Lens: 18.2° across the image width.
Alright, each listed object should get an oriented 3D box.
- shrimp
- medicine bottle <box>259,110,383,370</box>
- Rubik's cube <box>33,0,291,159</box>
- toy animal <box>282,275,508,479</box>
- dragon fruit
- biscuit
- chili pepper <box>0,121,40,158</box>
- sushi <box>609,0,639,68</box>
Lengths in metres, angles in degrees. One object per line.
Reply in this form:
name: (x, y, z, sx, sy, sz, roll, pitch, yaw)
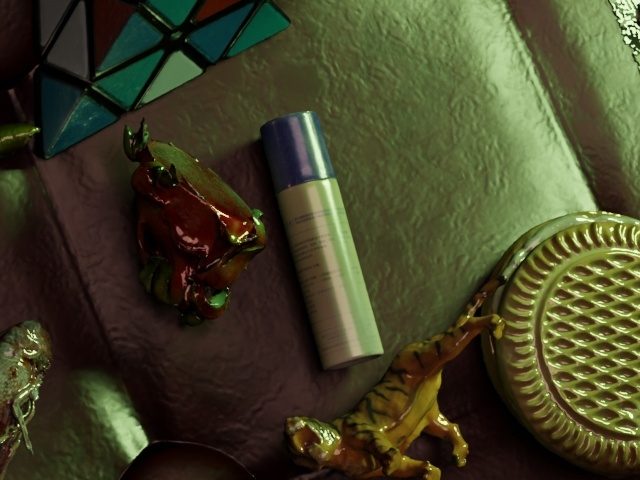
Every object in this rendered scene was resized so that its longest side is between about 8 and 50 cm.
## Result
shrimp: (-0.281, 0.152, 1.673, 0.073, 0.075, 0.190, 45, 56, -38)
medicine bottle: (0.000, 0.000, 1.807, 0.059, 0.059, 0.230, -11, 80, -21)
Rubik's cube: (-0.170, -0.268, 1.814, 0.250, 0.284, 0.234, -16, 58, -46)
toy animal: (0.087, 0.131, 1.791, 0.116, 0.114, 0.255, 26, 62, 32)
dragon fruit: (-0.115, -0.011, 1.741, 0.138, 0.142, 0.175, 7, 95, -52)
biscuit: (0.270, 0.095, 1.862, 0.259, 0.079, 0.259, 5, 75, -18)
chili pepper: (-0.345, -0.083, 1.717, 0.202, 0.052, 0.050, 1, 106, -20)
sushi: (0.387, -0.245, 2.013, 0.201, 0.031, 0.139, -21, 84, -22)
